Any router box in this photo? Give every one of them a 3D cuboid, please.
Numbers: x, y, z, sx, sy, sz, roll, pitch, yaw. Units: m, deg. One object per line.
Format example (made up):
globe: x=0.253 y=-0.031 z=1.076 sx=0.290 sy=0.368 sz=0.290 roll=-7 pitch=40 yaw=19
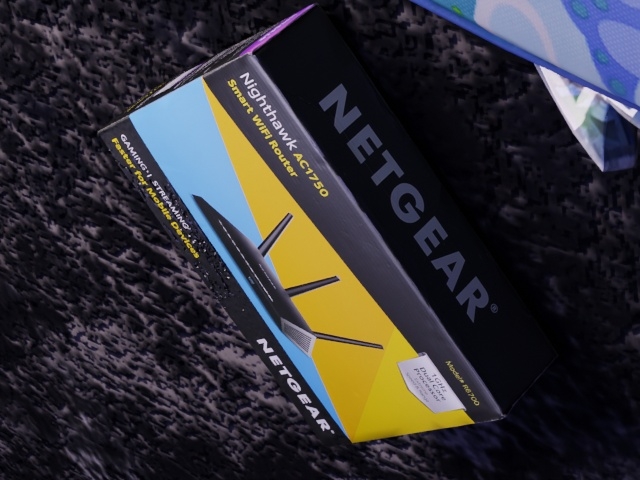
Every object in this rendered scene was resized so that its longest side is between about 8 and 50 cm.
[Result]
router box: x=0.000 y=0.000 z=0.775 sx=0.179 sy=0.046 sz=0.133 roll=54 pitch=146 yaw=-11

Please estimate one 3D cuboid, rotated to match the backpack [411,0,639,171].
backpack: x=0.097 y=-0.152 z=0.338 sx=0.355 sy=0.273 sz=0.290 roll=49 pitch=156 yaw=46
